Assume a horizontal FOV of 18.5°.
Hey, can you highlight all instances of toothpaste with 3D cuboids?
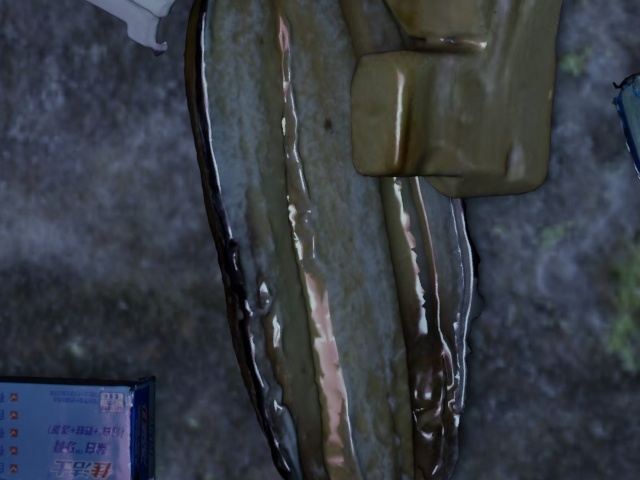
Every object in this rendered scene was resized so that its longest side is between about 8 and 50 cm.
[{"bbox_3d":[-0.232,0.109,1.152,0.272,0.053,0.066,1,91,12],"label":"toothpaste"}]

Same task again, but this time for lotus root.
[{"bbox_3d":[0.000,0.001,1.067,0.078,0.167,0.329,-3,96,56],"label":"lotus root"}]

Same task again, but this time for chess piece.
[{"bbox_3d":[0.074,-0.170,1.031,0.137,0.137,0.301,0,98,12],"label":"chess piece"}]

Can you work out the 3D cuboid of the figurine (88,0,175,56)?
[{"bbox_3d":[-0.050,-0.232,0.945,0.144,0.182,0.257,42,121,1],"label":"figurine"}]

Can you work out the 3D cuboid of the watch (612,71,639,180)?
[{"bbox_3d":[0.304,-0.098,0.974,0.274,0.276,0.068,-21,84,38],"label":"watch"}]
